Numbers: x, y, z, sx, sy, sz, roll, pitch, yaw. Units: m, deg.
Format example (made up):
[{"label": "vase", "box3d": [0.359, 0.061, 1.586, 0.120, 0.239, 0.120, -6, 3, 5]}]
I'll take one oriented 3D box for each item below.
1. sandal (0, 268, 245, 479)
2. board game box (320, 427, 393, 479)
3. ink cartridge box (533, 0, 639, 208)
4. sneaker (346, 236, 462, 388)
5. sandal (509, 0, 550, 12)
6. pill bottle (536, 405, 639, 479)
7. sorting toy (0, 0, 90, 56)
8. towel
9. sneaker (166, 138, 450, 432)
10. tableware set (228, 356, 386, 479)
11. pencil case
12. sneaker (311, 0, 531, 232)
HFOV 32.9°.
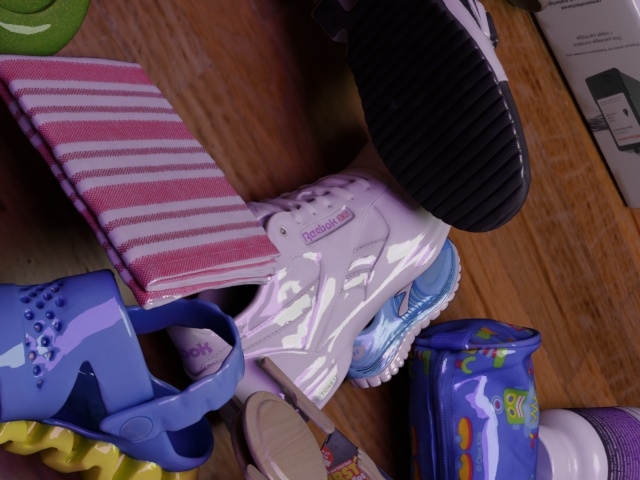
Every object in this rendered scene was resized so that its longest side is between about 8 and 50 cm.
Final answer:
[{"label": "sandal", "box3d": [-0.166, 0.063, 0.650, 0.138, 0.126, 0.317, -46, 137, 16]}, {"label": "board game box", "box3d": [0.018, 0.247, 0.812, 0.194, 0.060, 0.194, -20, 58, -32]}, {"label": "ink cartridge box", "box3d": [0.370, -0.207, 1.164, 0.211, 0.121, 0.289, -50, 121, -30]}, {"label": "sneaker", "box3d": [0.062, 0.045, 0.921, 0.073, 0.063, 0.162, 51, 58, -25]}, {"label": "sandal", "box3d": [0.152, -0.248, 1.016, 0.180, 0.072, 0.049, 23, 95, -43]}, {"label": "pill bottle", "box3d": [0.252, 0.216, 1.054, 0.193, 0.108, 0.108, 7, 84, -42]}, {"label": "sorting toy", "box3d": [-0.157, -0.191, 0.690, 0.365, 0.126, 0.127, -36, 112, -38]}, {"label": "towel", "box3d": [-0.121, -0.044, 0.700, 0.197, 0.029, 0.144, 53, 26, 16]}, {"label": "sneaker", "box3d": [0.000, 0.000, 0.830, 0.152, 0.114, 0.305, 52, 57, -29]}, {"label": "tableware set", "box3d": [0.000, 0.182, 0.742, 0.194, 0.039, 0.128, 48, 21, -21]}, {"label": "pencil case", "box3d": [0.131, 0.221, 0.936, 0.133, 0.119, 0.306, 6, 83, -63]}, {"label": "sneaker", "box3d": [0.087, -0.162, 0.852, 0.146, 0.122, 0.330, -12, 69, -49]}]
